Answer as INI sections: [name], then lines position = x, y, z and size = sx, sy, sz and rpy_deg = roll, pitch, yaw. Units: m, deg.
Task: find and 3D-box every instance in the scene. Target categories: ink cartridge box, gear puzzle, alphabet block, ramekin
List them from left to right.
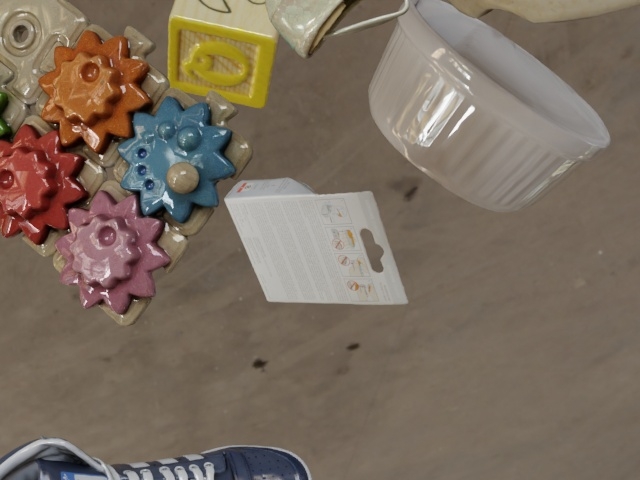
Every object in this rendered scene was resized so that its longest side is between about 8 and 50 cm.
[gear puzzle]
position = -0.216, -0.104, 0.575
size = 0.175, 0.339, 0.044
rpy_deg = -53, 168, 7
[alphabet block]
position = -0.165, -0.387, 1.469
size = 0.192, 0.197, 0.193
rpy_deg = 10, 149, -4
[ink cartridge box]
position = 0.000, 0.000, 0.863
size = 0.179, 0.045, 0.145
rpy_deg = -2, 124, 29
[ramekin]
position = 0.176, -0.148, 0.911
size = 0.272, 0.273, 0.127
rpy_deg = 13, 126, -37

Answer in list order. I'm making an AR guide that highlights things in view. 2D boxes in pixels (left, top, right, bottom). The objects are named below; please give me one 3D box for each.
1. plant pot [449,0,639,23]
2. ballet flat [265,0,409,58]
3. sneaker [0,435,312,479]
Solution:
[plant pot]
position = 0.156, -0.320, 0.498
size = 0.333, 0.334, 0.306
rpy_deg = -21, 121, 0
[ballet flat]
position = 0.049, -0.157, 0.446
size = 0.168, 0.052, 0.057
rpy_deg = -28, 180, 15
[sneaker]
position = -0.143, 0.215, 0.669
size = 0.282, 0.099, 0.153
rpy_deg = -6, 153, -6
